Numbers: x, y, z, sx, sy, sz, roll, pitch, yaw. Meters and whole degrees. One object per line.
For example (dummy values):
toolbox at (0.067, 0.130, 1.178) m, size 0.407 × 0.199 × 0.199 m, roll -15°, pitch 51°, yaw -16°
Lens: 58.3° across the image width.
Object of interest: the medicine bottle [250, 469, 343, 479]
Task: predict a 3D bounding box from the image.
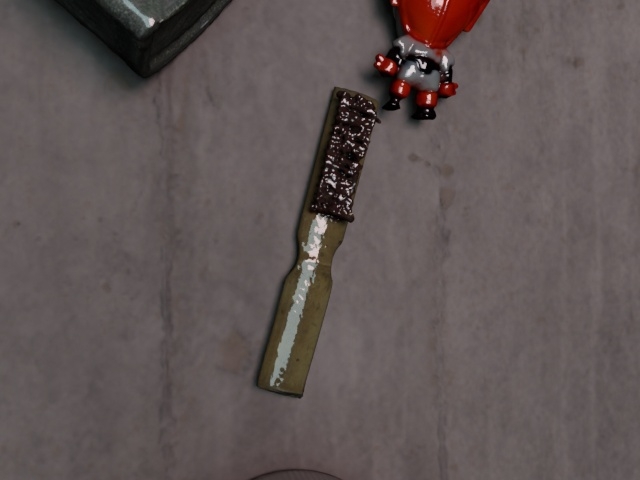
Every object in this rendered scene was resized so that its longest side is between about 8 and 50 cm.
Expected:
medicine bottle at (0.011, 0.267, 0.291) m, size 0.208 × 0.339 × 0.208 m, roll 0°, pitch 89°, yaw -13°

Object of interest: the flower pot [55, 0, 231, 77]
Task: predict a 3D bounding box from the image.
flower pot at (-0.087, -0.229, 0.395) m, size 0.108 × 0.103 × 0.229 m, roll 44°, pitch 80°, yaw -9°

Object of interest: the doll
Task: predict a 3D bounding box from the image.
doll at (0.090, -0.184, 0.458) m, size 0.109 × 0.057 × 0.169 m, roll 13°, pitch 85°, yaw -15°

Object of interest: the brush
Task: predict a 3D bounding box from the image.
brush at (0.000, 0.000, 0.448) m, size 0.043 × 0.036 × 0.248 m, roll 16°, pitch 86°, yaw -8°
